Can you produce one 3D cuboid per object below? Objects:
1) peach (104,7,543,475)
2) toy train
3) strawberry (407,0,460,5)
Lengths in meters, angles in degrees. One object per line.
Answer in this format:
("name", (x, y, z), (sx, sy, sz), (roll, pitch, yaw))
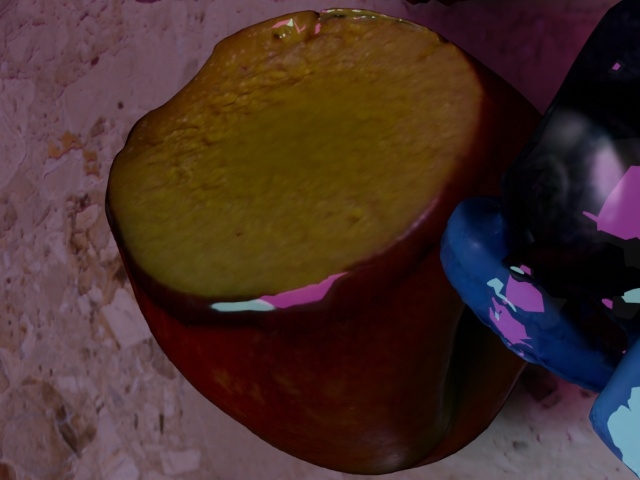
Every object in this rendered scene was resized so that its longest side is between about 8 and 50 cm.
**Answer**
("peach", (0.000, 0.000, 0.591), (0.274, 0.248, 0.245), (39, 137, 37))
("toy train", (0.208, 0.019, 0.371), (0.265, 0.300, 0.188), (48, 117, 36))
("strawberry", (0.027, -0.245, 0.587), (0.257, 0.261, 0.261), (-42, 62, 38))
